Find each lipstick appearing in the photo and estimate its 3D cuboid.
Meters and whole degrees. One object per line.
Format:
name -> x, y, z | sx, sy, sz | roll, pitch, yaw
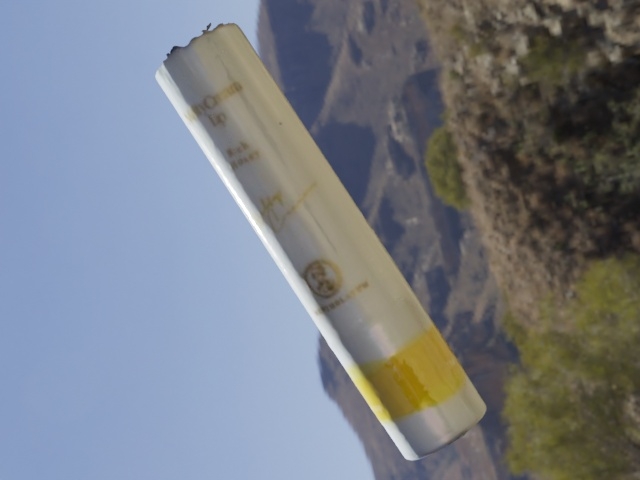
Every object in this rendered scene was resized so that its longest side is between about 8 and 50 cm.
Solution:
lipstick -> 0.000, 0.000, 0.593 | 0.264, 0.059, 0.059 | 57, -173, 0
